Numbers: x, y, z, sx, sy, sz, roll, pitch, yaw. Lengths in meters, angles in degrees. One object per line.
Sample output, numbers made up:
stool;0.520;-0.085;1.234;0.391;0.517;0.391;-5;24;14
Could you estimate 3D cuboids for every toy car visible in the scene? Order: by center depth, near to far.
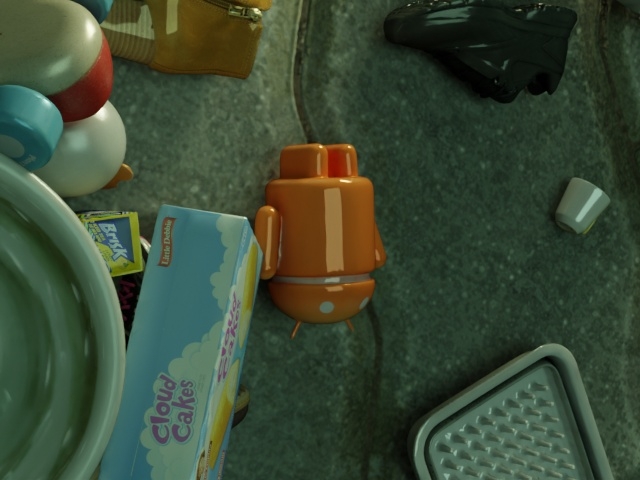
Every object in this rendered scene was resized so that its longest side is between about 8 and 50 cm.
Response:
toy car;-0.279;-0.115;0.952;0.238;0.210;0.219;71;22;-51

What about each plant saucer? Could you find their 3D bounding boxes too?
plant saucer;-0.371;0.100;0.820;0.400;0.100;0.400;-2;95;-21

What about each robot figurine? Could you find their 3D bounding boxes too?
robot figurine;0.002;0.000;1.120;0.128;0.158;0.219;0;93;13

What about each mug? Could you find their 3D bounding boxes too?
mug;0.363;-0.039;1.356;0.078;0.062;0.064;37;83;-18

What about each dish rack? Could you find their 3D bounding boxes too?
dish rack;0.256;0.326;1.307;0.285;0.072;0.333;-26;105;-24

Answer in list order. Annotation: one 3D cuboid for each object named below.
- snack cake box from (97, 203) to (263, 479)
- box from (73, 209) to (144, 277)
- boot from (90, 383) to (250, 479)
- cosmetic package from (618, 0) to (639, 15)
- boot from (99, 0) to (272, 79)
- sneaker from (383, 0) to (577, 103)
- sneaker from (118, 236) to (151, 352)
snack cake box;-0.128;0.114;0.954;0.089;0.152;0.264;9;76;5
box;-0.227;0.001;0.970;0.054;0.169;0.059;-9;96;-27
boot;-0.171;0.284;1.080;0.248;0.090;0.207;-24;116;-27
cosmetic package;0.463;-0.455;1.305;0.377;0.097;0.284;7;87;-49
boot;-0.149;-0.326;1.048;0.211;0.104;0.295;0;97;-34
sneaker;0.208;-0.240;1.239;0.286;0.109;0.130;-1;99;-27
sneaker;-0.202;0.080;1.048;0.075;0.063;0.170;-14;104;-34
